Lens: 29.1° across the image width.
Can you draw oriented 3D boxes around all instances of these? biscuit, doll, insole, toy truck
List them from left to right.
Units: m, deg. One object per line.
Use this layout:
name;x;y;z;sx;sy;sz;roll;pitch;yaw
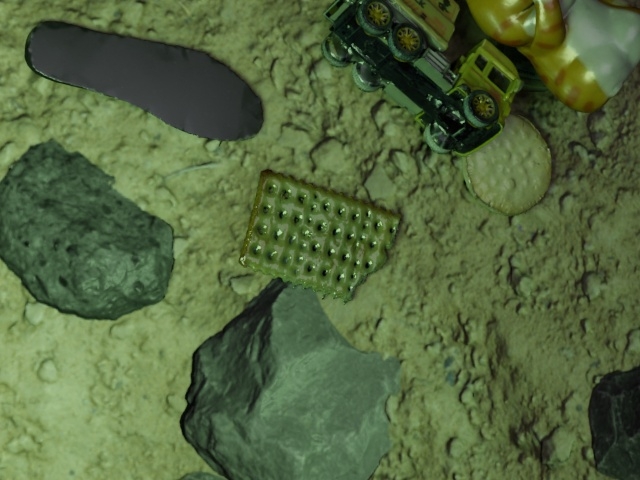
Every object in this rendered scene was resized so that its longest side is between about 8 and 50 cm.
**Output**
insole;-0.212;-0.197;1.529;0.309;0.012;0.110;13;79;-21
biscuit;0.000;0.000;1.592;0.203;0.016;0.144;20;75;-19
toy truck;0.139;-0.250;1.632;0.272;0.124;0.157;39;60;-10
biscuit;0.261;-0.108;1.717;0.152;0.020;0.152;3;82;-22
doll;0.320;-0.293;1.651;0.269;0.162;0.167;43;74;-14

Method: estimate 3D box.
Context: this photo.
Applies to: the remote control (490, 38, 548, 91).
remote control;0.290;-0.328;1.751;0.098;0.038;0.233;10;80;-21
